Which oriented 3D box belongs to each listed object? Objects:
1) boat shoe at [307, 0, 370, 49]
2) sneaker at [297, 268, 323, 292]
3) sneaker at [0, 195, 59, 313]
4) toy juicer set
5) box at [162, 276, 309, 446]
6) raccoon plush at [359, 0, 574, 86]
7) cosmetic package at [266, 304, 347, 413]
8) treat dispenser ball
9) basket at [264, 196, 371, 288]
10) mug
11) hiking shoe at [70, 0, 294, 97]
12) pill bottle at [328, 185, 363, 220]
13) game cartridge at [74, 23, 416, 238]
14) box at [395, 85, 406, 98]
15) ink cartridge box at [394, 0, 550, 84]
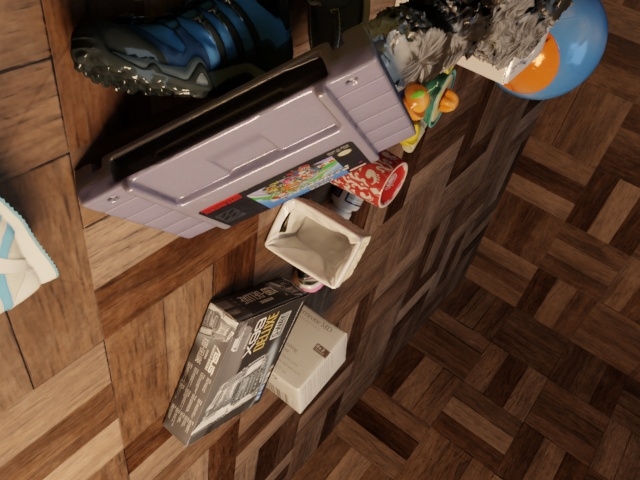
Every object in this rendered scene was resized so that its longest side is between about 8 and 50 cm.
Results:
[{"bbox_3d":[-0.001,-0.349,0.724,0.099,0.116,0.320,-24,145,-23],"label":"boat shoe"},{"bbox_3d":[0.013,0.035,1.313,0.178,0.072,0.077,-53,148,-25],"label":"sneaker"},{"bbox_3d":[-0.320,-0.004,0.518,0.092,0.087,0.229,-44,153,-25],"label":"sneaker"},{"bbox_3d":[0.246,-0.285,1.290,0.209,0.089,0.329,-63,166,-6],"label":"toy juicer set"},{"bbox_3d":[-0.169,0.237,1.185,0.242,0.076,0.308,-14,133,-60],"label":"box"},{"bbox_3d":[0.155,-0.401,0.799,0.446,0.299,0.216,-21,148,-37],"label":"raccoon plush"},{"bbox_3d":[-0.050,0.279,1.399,0.184,0.151,0.151,-46,156,-28],"label":"cosmetic package"},{"bbox_3d":[0.537,-0.489,1.412,0.288,0.288,0.288,-46,156,-27],"label":"treat dispenser ball"},{"bbox_3d":[0.000,0.000,1.105,0.113,0.167,0.103,-62,163,13],"label":"basket"},{"bbox_3d":[0.072,-0.150,1.041,0.150,0.169,0.113,-48,156,-22],"label":"mug"},{"bbox_3d":[-0.136,-0.220,0.626,0.304,0.113,0.132,-19,115,-58],"label":"hiking shoe"},{"bbox_3d":[0.064,-0.104,1.227,0.120,0.067,0.067,-62,158,14],"label":"pill bottle"},{"bbox_3d":[-0.071,-0.101,0.693,0.355,0.068,0.230,-23,160,15],"label":"game cartridge"},{"bbox_3d":[0.121,-0.281,1.148,0.136,0.036,0.225,-38,151,-41],"label":"box"},{"bbox_3d":[0.273,-0.395,1.042,0.172,0.237,0.100,-41,153,-36],"label":"ink cartridge box"}]
